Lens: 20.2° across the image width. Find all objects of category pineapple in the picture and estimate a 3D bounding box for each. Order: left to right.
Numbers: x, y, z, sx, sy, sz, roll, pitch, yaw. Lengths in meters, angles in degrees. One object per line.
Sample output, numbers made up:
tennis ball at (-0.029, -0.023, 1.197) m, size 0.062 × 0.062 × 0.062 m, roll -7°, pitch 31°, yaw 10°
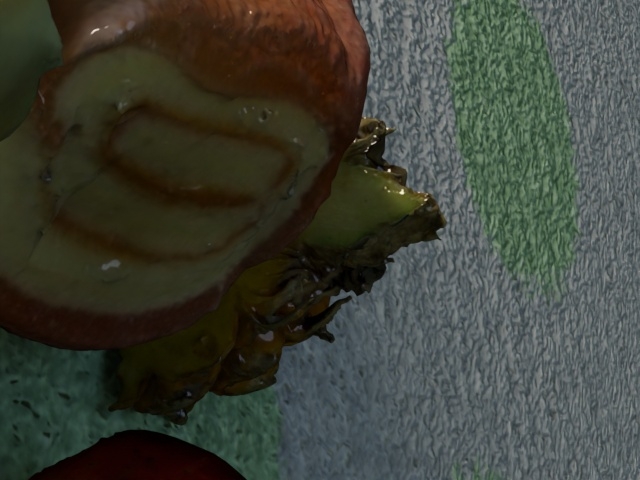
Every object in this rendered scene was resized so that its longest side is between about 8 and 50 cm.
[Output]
pineapple at (0.000, -0.005, 0.949) m, size 0.140 × 0.164 × 0.249 m, roll 56°, pitch 31°, yaw -51°

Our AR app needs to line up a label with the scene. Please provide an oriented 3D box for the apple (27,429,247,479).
apple at (-0.078, 0.168, 0.745) m, size 0.158 × 0.147 × 0.156 m, roll -49°, pitch 145°, yaw -56°

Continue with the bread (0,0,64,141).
bread at (-0.210, -0.173, 0.583) m, size 0.333 × 0.160 × 0.333 m, roll 16°, pitch 66°, yaw -40°

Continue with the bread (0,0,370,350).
bread at (-0.097, -0.056, 0.755) m, size 0.244 × 0.190 × 0.123 m, roll 12°, pitch 32°, yaw -50°
